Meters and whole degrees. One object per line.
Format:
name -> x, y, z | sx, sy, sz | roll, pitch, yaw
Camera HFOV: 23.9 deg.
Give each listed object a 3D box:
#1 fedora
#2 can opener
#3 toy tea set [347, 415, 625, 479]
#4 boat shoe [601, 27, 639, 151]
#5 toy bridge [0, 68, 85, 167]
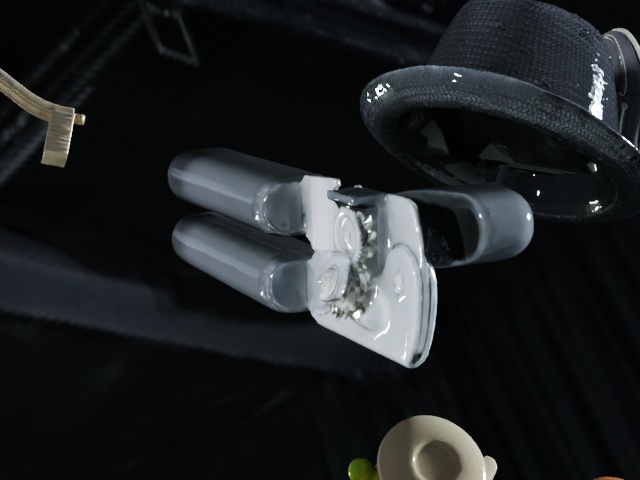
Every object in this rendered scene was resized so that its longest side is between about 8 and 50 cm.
fedora -> 0.203, -0.140, 1.506 | 0.334, 0.153, 0.334 | 17, -13, 4
can opener -> 0.000, 0.000, 0.748 | 0.093, 0.280, 0.074 | -6, -79, -27
toy tea set -> 0.109, 0.252, 1.145 | 0.336, 0.200, 0.124 | 19, -35, -6
boat shoe -> 0.322, -0.136, 1.692 | 0.065, 0.206, 0.075 | -1, 0, -29
toy bridge -> -0.240, -0.094, 0.940 | 0.188, 0.063, 0.026 | 11, -20, -13
